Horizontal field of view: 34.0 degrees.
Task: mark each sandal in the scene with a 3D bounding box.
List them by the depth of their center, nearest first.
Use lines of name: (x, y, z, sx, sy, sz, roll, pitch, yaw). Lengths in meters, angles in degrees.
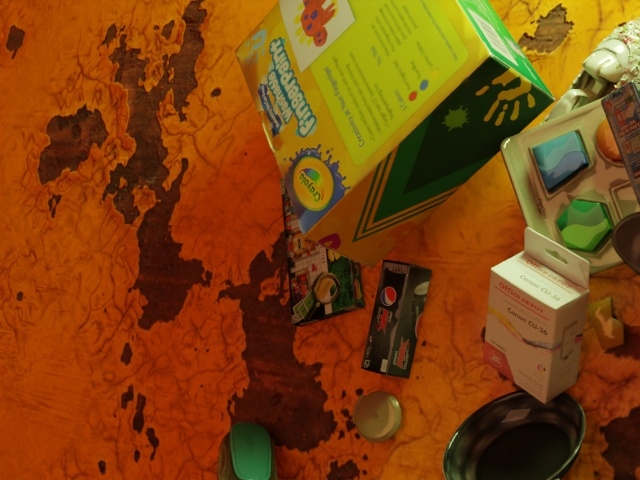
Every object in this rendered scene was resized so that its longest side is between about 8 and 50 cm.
sandal: (0.445, 0.043, 1.254, 0.090, 0.060, 0.219, -47, 67, 14)

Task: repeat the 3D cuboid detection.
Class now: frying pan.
frying pan: (0.288, 0.272, 1.295, 0.197, 0.053, 0.326, -43, 26, -24)

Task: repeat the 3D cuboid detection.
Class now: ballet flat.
ballet flat: (0.368, -0.199, 1.407, 0.091, 0.077, 0.241, 43, 107, 42)
ballet flat: (-0.116, 0.408, 1.576, 0.342, 0.116, 0.124, -107, 27, -68)

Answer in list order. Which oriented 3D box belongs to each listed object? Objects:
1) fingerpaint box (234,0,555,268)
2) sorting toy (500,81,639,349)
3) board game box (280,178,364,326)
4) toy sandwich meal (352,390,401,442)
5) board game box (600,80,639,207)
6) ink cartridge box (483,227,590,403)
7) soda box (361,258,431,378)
fingerpaint box: (0.088, -0.249, 1.573, 0.371, 0.163, 0.445, -44, 44, 23)
sorting toy: (0.379, -0.030, 1.331, 0.229, 0.041, 0.307, -21, 77, 21)
board game box: (0.000, 0.000, 1.709, 0.136, 0.030, 0.260, -20, 66, 34)
toy sandwich meal: (0.086, 0.264, 1.565, 0.085, 0.029, 0.086, -11, 67, 28)
board game box: (0.441, -0.080, 1.248, 0.060, 0.194, 0.194, -34, 55, 58)
ink cartridge box: (0.276, 0.096, 1.347, 0.115, 0.067, 0.198, 34, 137, 42)
soda box: (0.113, 0.117, 1.557, 0.053, 0.060, 0.169, 9, 86, 43)
